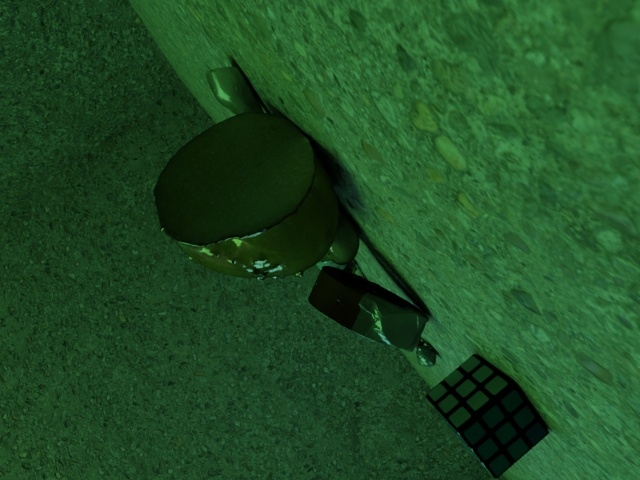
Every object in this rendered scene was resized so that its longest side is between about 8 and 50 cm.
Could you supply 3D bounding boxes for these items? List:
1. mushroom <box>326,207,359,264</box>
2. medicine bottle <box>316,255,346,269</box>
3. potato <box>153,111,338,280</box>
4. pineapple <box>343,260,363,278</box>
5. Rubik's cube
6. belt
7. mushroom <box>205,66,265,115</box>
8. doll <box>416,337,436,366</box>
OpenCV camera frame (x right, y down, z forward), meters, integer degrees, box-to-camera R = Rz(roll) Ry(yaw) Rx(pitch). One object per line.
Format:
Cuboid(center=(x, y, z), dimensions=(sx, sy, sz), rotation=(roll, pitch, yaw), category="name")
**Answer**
Cuboid(center=(0.017, 0.001, 1.252), dimensions=(0.206, 0.209, 0.206), rotation=(25, 180, 0), category="mushroom")
Cuboid(center=(0.033, 0.047, 1.712), dimensions=(0.147, 0.147, 0.143), rotation=(49, 178, 28), category="medicine bottle")
Cuboid(center=(-0.151, -0.065, 1.065), dimensions=(0.442, 0.385, 0.319), rotation=(41, 170, 41), category="potato")
Cuboid(center=(0.147, 0.182, 1.909), dimensions=(0.277, 0.119, 0.130), rotation=(57, -168, -39), category="pineapple")
Cuboid(center=(0.367, 0.386, 0.962), dimensions=(0.160, 0.162, 0.163), rotation=(52, 175, -14), category="Rubik's cube")
Cuboid(center=(0.138, 0.190, 1.241), dimensions=(0.339, 0.122, 0.217), rotation=(26, -171, 9), category="belt")
Cuboid(center=(-0.212, -0.367, 1.155), dimensions=(0.116, 0.093, 0.225), rotation=(9, 137, 52), category="mushroom")
Cuboid(center=(0.400, 0.431, 1.651), dimensions=(0.094, 0.079, 0.180), rotation=(52, -172, -15), category="doll")
